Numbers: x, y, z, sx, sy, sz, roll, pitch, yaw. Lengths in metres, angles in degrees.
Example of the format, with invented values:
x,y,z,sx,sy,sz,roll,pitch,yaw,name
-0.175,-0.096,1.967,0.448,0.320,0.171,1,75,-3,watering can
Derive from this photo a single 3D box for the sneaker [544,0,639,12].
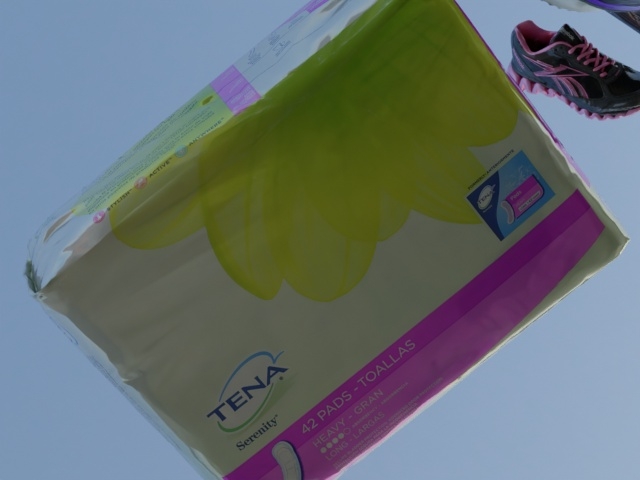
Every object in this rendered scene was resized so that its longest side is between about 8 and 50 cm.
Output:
x,y,z,sx,sy,sz,roll,pitch,yaw,name
0.225,-0.199,0.707,0.293,0.146,0.102,-42,-74,-4,sneaker

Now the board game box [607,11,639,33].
x,y,z,sx,sy,sz,roll,pitch,yaw,name
0.193,-0.234,1.090,0.042,0.165,0.243,-31,-132,-18,board game box

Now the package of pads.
x,y,z,sx,sy,sz,roll,pitch,yaw,name
0.000,0.000,0.962,0.296,0.101,0.229,-40,-68,1,package of pads

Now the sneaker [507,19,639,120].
x,y,z,sx,sy,sz,roll,pitch,yaw,name
0.183,-0.125,1.151,0.119,0.057,0.047,21,-130,32,sneaker
